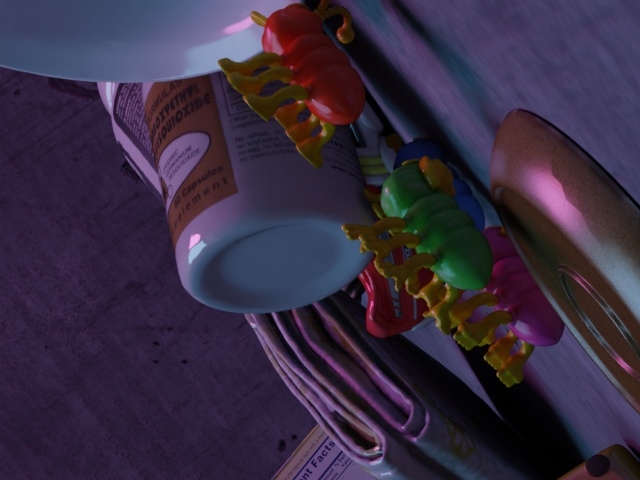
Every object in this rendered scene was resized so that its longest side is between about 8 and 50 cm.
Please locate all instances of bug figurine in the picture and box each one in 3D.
[{"bbox_3d":[0.057,-0.028,1.159,0.216,0.072,0.279,56,-171,32],"label":"bug figurine"}]

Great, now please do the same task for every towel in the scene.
[{"bbox_3d":[0.108,0.185,1.800,0.374,0.090,0.320,37,-173,-37],"label":"towel"}]

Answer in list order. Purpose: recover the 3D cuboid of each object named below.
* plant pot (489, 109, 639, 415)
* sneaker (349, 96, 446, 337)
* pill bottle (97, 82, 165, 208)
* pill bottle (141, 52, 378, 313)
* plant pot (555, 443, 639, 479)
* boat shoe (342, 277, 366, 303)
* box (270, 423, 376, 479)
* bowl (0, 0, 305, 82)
[{"bbox_3d":[0.157,0.037,1.024,0.236,0.032,0.236,52,175,7],"label":"plant pot"},{"bbox_3d":[-0.004,-0.050,1.438,0.279,0.118,0.107,53,175,3],"label":"sneaker"},{"bbox_3d":[-0.078,-0.091,1.634,0.162,0.162,0.278,57,175,-38],"label":"pill bottle"},{"bbox_3d":[-0.049,-0.078,1.313,0.131,0.131,0.229,61,-167,-59],"label":"pill bottle"},{"bbox_3d":[0.199,0.293,1.395,0.228,0.227,0.207,51,168,40],"label":"plant pot"},{"bbox_3d":[0.000,0.000,1.941,0.130,0.132,0.355,27,168,6],"label":"boat shoe"},{"bbox_3d":[0.073,0.282,1.831,0.243,0.117,0.213,40,-177,9],"label":"box"},{"bbox_3d":[-0.148,-0.217,1.148,0.298,0.298,0.134,63,-148,-65],"label":"bowl"}]
